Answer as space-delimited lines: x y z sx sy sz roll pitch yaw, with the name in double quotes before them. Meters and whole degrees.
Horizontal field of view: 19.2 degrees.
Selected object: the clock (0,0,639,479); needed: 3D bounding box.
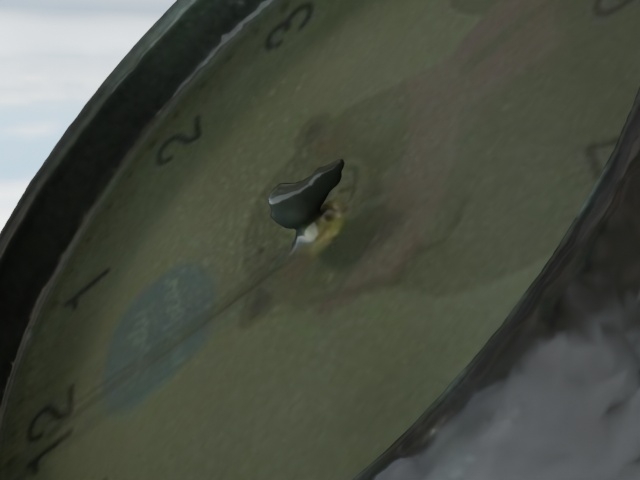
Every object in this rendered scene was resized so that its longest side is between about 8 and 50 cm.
"clock" 0.000 0.000 0.501 0.055 0.280 0.280 40 165 -29
